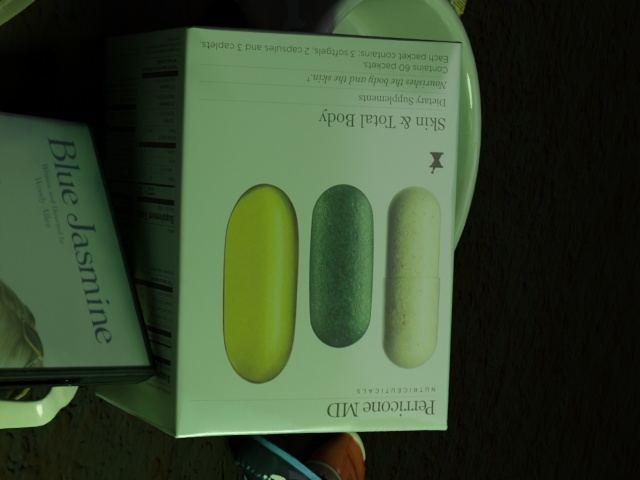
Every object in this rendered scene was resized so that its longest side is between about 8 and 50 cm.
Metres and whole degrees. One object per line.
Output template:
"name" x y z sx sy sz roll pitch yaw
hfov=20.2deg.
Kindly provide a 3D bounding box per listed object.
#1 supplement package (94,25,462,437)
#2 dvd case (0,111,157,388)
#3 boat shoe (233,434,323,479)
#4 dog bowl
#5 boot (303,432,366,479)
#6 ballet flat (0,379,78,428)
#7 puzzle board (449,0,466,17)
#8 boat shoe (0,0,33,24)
"supplement package" -0.034 -0.009 1.248 0.199 0.198 0.262 1 93 -22
"dvd case" -0.208 0.002 1.080 0.253 0.022 0.180 4 65 -54
"boat shoe" -0.011 0.273 1.648 0.089 0.109 0.258 -47 130 -11
"dog bowl" 0.018 -0.076 1.504 0.349 0.102 0.348 -21 115 -52
"boot" 0.025 0.258 1.794 0.084 0.059 0.158 -58 148 -43
"ballet flat" -0.231 0.103 1.117 0.342 0.124 0.116 -47 142 -46
"puzzle board" 0.121 -0.251 1.789 0.128 0.011 0.096 26 79 -63
"boat shoe" -0.187 -0.239 1.076 0.307 0.111 0.104 -66 151 -42
